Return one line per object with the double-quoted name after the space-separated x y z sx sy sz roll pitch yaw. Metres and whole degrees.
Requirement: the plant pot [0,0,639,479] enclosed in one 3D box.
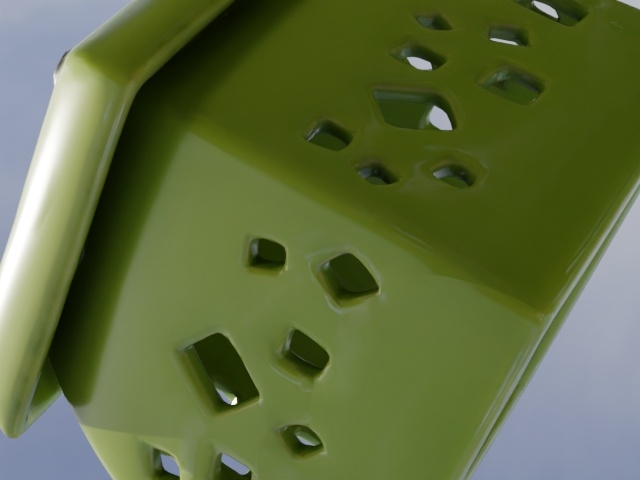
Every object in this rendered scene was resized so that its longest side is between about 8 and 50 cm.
0.000 0.000 0.796 0.207 0.228 0.227 30 -141 8 "plant pot"
